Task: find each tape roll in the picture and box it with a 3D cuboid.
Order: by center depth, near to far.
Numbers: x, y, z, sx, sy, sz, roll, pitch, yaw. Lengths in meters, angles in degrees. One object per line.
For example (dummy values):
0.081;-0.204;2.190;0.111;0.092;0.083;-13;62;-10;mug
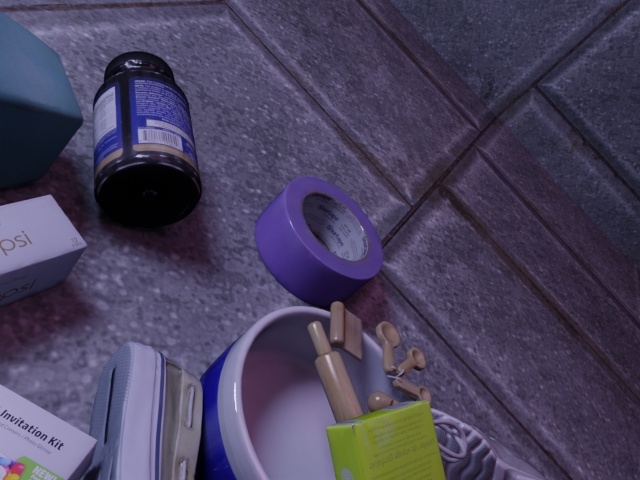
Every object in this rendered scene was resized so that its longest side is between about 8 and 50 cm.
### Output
0.000;0.000;0.877;0.189;0.080;0.189;29;38;-26;tape roll

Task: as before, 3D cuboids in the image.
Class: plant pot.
-0.370;-0.142;0.552;0.234;0.165;0.166;6;50;-55;plant pot

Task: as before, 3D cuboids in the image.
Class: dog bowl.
-0.008;0.210;0.629;0.264;0.104;0.265;29;37;-25;dog bowl

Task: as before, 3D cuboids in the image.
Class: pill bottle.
-0.222;-0.135;0.730;0.122;0.123;0.219;16;44;-38;pill bottle

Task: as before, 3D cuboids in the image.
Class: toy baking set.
0.084;0.179;0.639;0.196;0.030;0.256;11;48;-42;toy baking set

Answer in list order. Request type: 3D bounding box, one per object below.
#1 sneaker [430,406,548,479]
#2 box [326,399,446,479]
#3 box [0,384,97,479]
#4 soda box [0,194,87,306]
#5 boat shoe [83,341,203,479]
0.209;0.314;0.799;0.281;0.105;0.115;36;1;-9;sneaker
0.073;0.247;0.529;0.109;0.042;0.178;-1;76;-42;box
-0.271;0.182;0.395;0.145;0.038;0.186;29;33;2;box
-0.320;0.027;0.498;0.069;0.074;0.216;51;34;7;soda box
-0.142;0.217;0.475;0.094;0.109;0.302;27;36;-30;boat shoe
